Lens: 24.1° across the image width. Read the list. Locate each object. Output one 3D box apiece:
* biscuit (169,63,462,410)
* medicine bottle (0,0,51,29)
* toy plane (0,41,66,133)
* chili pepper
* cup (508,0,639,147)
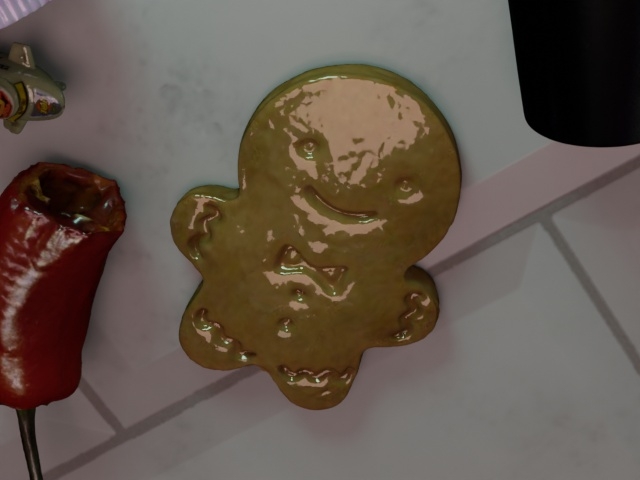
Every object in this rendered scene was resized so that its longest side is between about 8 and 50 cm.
[{"bbox_3d":[0.000,0.001,1.422,0.275,0.052,0.355,26,117,-7],"label":"biscuit"},{"bbox_3d":[-0.330,-0.314,1.235,0.178,0.178,0.291,-20,112,15],"label":"medicine bottle"},{"bbox_3d":[-0.365,-0.160,1.362,0.286,0.108,0.092,19,118,11],"label":"toy plane"},{"bbox_3d":[-0.289,0.093,1.451,0.131,0.134,0.338,11,119,-18],"label":"chili pepper"},{"bbox_3d":[0.272,-0.187,1.240,0.239,0.166,0.177,-2,119,9],"label":"cup"}]
